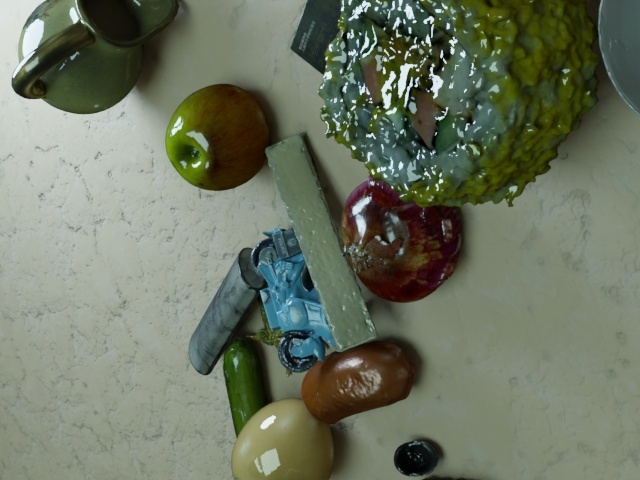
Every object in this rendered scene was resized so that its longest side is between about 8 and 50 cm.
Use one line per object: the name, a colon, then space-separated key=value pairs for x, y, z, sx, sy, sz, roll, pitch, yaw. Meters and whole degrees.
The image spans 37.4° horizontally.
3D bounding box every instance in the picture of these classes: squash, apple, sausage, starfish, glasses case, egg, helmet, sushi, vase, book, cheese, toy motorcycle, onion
squash: x=-0.148 y=0.362 z=1.996 sx=0.087 sy=0.087 sz=0.331 roll=2 pitch=108 yaw=41
apple: x=-0.194 y=-0.189 z=1.756 sx=0.196 sy=0.196 sz=0.196 roll=17 pitch=117 yaw=36
sausage: x=0.062 y=0.259 z=1.744 sx=0.258 sy=0.133 sz=0.133 roll=-26 pitch=89 yaw=45
starfish: x=-0.076 y=0.199 z=1.901 sx=0.208 sy=0.053 sz=0.176 roll=10 pitch=123 yaw=45
glasses case: x=-0.195 y=0.151 z=1.946 sx=0.299 sy=0.060 sz=0.114 roll=-57 pitch=31 yaw=40
egg: x=-0.070 y=0.421 z=1.874 sx=0.201 sy=0.201 sz=0.244 roll=35 pitch=118 yaw=26
helmet: x=0.181 y=0.406 z=1.749 sx=0.084 sy=0.049 sz=0.065 roll=-5 pitch=71 yaw=16
sushi: x=0.181 y=-0.246 z=1.295 sx=0.396 sy=0.240 sz=0.351 roll=46 pitch=136 yaw=46
vase: x=-0.462 y=-0.373 z=1.814 sx=0.241 sy=0.329 sz=0.302 roll=51 pitch=134 yaw=-8
book: x=0.055 y=-0.330 z=1.585 sx=0.228 sy=0.024 sz=0.160 roll=41 pitch=128 yaw=22
cheese: x=-0.002 y=0.000 z=1.682 sx=0.085 sy=0.034 sz=0.400 roll=-20 pitch=76 yaw=5
toy motorcycle: x=-0.020 y=0.095 z=1.742 sx=0.182 sy=0.123 sz=0.272 roll=-19 pitch=80 yaw=4
onion: x=0.116 y=-0.002 z=1.568 sx=0.230 sy=0.163 sz=0.230 roll=8 pitch=103 yaw=38

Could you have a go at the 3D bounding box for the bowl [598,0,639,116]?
bowl: x=0.496 y=-0.266 z=1.132 sx=0.287 sy=0.144 sz=0.287 roll=12 pitch=110 yaw=37

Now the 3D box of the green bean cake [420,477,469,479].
green bean cake: x=0.248 y=0.526 z=1.706 sx=0.183 sy=0.094 sz=0.185 roll=-4 pitch=103 yaw=43
